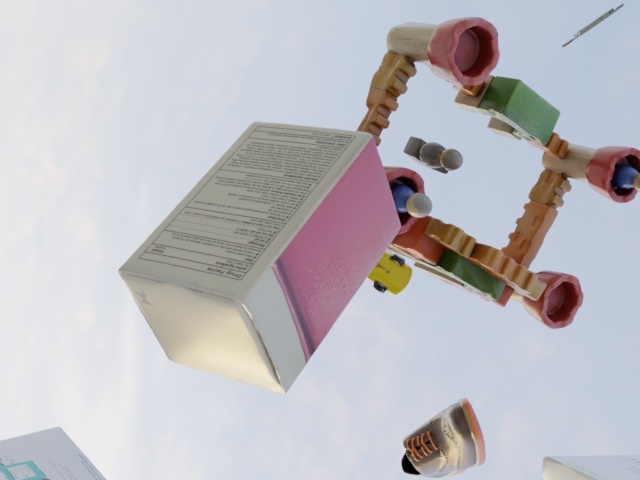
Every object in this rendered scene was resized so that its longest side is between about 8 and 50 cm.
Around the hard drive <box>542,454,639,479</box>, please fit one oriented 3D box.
[{"bbox_3d":[0.500,0.318,1.274,0.233,0.353,0.047,180,-88,-76],"label":"hard drive"}]

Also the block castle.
[{"bbox_3d":[0.246,-0.080,1.373,0.213,0.453,0.303,25,-93,53],"label":"block castle"}]

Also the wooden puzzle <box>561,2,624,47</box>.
[{"bbox_3d":[0.315,-0.250,1.146,0.083,0.049,0.006,-35,-88,4],"label":"wooden puzzle"}]

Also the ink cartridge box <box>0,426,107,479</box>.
[{"bbox_3d":[-0.449,0.416,1.382,0.197,0.270,0.198,41,-70,24],"label":"ink cartridge box"}]

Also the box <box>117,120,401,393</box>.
[{"bbox_3d":[-0.049,0.008,0.938,0.149,0.126,0.232,11,-132,34],"label":"box"}]

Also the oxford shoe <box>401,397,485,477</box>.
[{"bbox_3d":[0.184,0.316,1.512,0.271,0.099,0.096,97,-23,-61],"label":"oxford shoe"}]

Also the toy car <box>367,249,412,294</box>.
[{"bbox_3d":[0.000,0.000,1.494,0.225,0.053,0.239,-24,-89,10],"label":"toy car"}]
